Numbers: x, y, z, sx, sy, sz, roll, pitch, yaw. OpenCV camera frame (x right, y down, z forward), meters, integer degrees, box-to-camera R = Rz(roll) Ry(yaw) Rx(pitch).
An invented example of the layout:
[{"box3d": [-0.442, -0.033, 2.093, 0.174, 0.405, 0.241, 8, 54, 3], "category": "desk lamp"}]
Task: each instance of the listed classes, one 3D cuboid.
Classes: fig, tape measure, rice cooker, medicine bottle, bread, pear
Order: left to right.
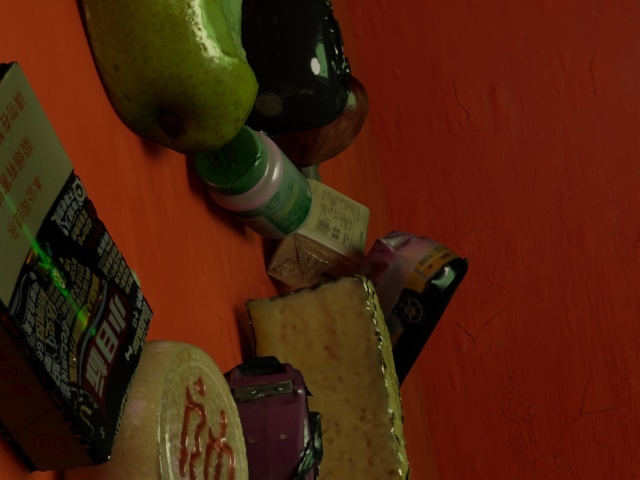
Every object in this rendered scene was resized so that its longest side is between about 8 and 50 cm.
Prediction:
[{"box3d": [-0.177, -0.256, 1.188, 0.286, 0.176, 0.282, 3, 79, -76], "category": "pear"}, {"box3d": [-0.106, -0.096, 1.457, 0.274, 0.133, 0.134, 46, 36, -69], "category": "medicine bottle"}, {"box3d": [-0.066, 0.278, 1.200, 0.245, 0.149, 0.232, -121, -155, -80], "category": "tape measure"}, {"box3d": [-0.072, -0.306, 1.568, 0.267, 0.224, 0.267, -11, 90, -79], "category": "rice cooker"}, {"box3d": [-0.020, -0.266, 1.810, 0.263, 0.223, 0.224, 98, -13, -69], "category": "fig"}, {"box3d": [0.002, 0.246, 1.406, 0.315, 0.248, 0.279, -99, 172, -55], "category": "bread"}]

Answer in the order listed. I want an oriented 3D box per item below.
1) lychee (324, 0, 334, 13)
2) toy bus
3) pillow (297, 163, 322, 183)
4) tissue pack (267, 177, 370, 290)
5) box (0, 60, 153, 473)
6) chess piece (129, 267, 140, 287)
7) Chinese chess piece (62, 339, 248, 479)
[{"box3d": [-0.065, -0.473, 1.861, 0.188, 0.188, 0.188, -10, 90, -78], "category": "lychee"}, {"box3d": [0.109, 0.153, 1.646, 0.171, 0.162, 0.386, -28, 149, -56], "category": "toy bus"}, {"box3d": [-0.020, -0.081, 2.003, 0.169, 0.059, 0.255, 45, 36, -70], "category": "pillow"}, {"box3d": [0.000, 0.000, 1.749, 0.125, 0.159, 0.234, -59, -170, 28], "category": "tissue pack"}, {"box3d": [-0.259, 0.029, 0.786, 0.198, 0.084, 0.310, -85, 160, -51], "category": "box"}, {"box3d": [-0.246, 0.004, 0.945, 0.059, 0.059, 0.149, -82, 152, -55], "category": "chess piece"}, {"box3d": [-0.168, 0.242, 0.964, 0.270, 0.112, 0.270, -11, 90, -78], "category": "Chinese chess piece"}]
